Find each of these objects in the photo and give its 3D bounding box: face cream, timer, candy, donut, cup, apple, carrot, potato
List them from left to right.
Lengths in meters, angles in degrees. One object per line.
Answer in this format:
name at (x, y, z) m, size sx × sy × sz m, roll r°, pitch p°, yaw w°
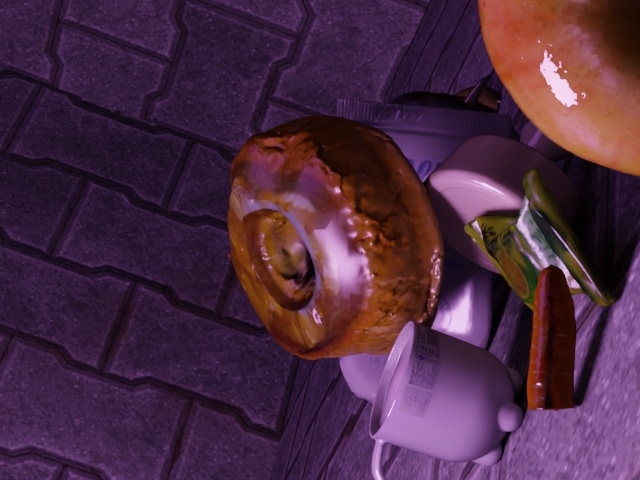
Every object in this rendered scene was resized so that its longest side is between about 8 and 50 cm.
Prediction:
donut at (0.000, 0.000, 1.633) m, size 0.330 × 0.160 × 0.330 m, roll 34°, pitch 131°, yaw 50°
face cream at (0.118, 0.038, 1.763) m, size 0.137 × 0.235 × 0.420 m, roll -18°, pitch -66°, yaw -60°
cup at (0.137, 0.189, 1.505) m, size 0.134 × 0.142 × 0.173 m, roll 117°, pitch 172°, yaw -50°
potato at (0.237, -0.205, 2.289) m, size 0.172 × 0.089 × 0.100 m, roll -76°, pitch 10°, yaw -61°
candy at (0.224, 0.011, 1.418) m, size 0.069 × 0.149 × 0.246 m, roll -33°, pitch -3°, yaw -17°
timer at (0.253, -0.108, 1.587) m, size 0.266 × 0.175 × 0.175 m, roll -54°, pitch -2°, yaw -25°
carrot at (0.222, 0.092, 1.317) m, size 0.048 × 0.048 × 0.139 m, roll 152°, pitch 122°, yaw -83°
apple at (0.256, -0.186, 1.032) m, size 0.233 × 0.286 × 0.286 m, roll -58°, pitch -11°, yaw -79°

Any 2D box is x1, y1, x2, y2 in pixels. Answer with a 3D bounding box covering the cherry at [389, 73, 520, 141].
cherry at (0.165, -0.088, 1.884) m, size 0.255 × 0.218 × 0.296 m, roll -28°, pitch -47°, yaw -74°
